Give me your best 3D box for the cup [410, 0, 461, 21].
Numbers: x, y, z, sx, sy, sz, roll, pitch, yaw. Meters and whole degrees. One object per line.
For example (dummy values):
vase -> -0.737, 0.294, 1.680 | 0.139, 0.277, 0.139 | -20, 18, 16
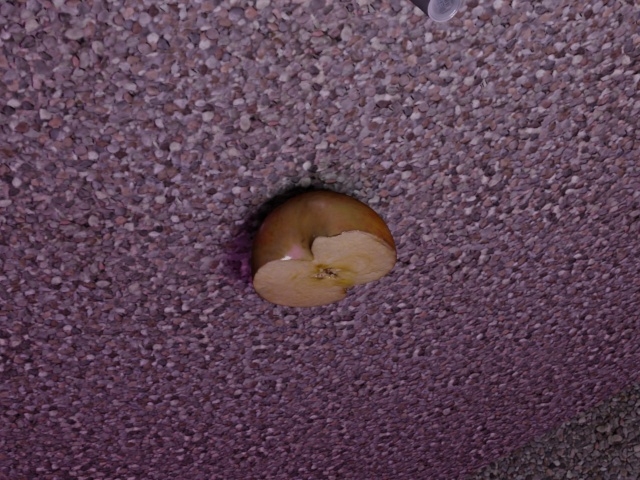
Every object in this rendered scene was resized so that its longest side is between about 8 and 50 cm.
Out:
cup -> 0.192, -0.423, 1.437 | 0.104, 0.116, 0.074 | -34, 137, 4

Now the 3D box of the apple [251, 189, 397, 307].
apple -> 0.000, 0.000, 1.749 | 0.293, 0.163, 0.251 | -24, 148, 23
